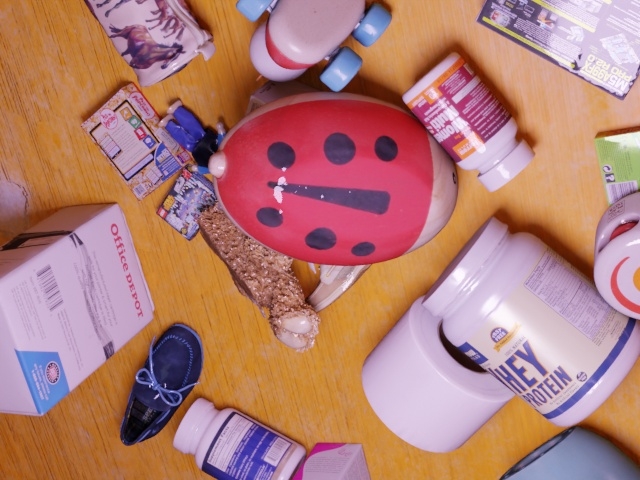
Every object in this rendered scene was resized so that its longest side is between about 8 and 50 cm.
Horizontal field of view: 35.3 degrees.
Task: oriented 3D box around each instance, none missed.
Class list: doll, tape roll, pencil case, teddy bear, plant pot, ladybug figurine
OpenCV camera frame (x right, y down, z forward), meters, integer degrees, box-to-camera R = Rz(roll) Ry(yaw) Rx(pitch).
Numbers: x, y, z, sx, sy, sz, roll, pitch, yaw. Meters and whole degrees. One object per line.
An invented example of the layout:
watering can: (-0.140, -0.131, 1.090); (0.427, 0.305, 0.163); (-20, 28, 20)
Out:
doll: (-0.223, -0.188, 1.950); (0.189, 0.046, 0.129); (43, 125, 1)
tape roll: (0.220, 0.240, 1.838); (0.246, 0.246, 0.169); (39, 125, 3)
pencil case: (-0.350, -0.473, 1.800); (0.184, 0.160, 0.410); (-23, 103, 47)
teddy bear: (-0.103, 0.063, 1.942); (0.338, 0.113, 0.245); (48, 163, 31)
plant pot: (0.464, 0.483, 1.831); (0.293, 0.293, 0.235); (-43, 78, 34)
ladybug figurine: (0.035, -0.091, 1.692); (0.450, 0.162, 0.305); (4, 108, -17)

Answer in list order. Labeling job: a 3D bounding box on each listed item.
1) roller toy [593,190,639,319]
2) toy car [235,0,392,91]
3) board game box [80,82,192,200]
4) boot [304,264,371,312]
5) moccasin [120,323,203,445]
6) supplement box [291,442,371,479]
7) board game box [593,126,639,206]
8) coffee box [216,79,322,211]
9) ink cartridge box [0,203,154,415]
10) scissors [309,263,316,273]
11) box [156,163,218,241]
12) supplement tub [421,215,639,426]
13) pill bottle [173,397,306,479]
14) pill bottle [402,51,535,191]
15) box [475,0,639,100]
roller toy: (0.543, 0.018, 1.629); (0.191, 0.146, 0.209); (3, 129, 15)
toy car: (-0.044, -0.358, 1.731); (0.219, 0.210, 0.238); (38, 153, -13)
board game box: (-0.369, -0.196, 2.014); (0.147, 0.045, 0.193); (-32, 98, 34)
boot: (0.000, 0.000, 1.906); (0.203, 0.095, 0.262); (40, 121, -1)
moccasin: (-0.352, 0.338, 2.227); (0.138, 0.117, 0.342); (29, 123, 10)
supplement box: (0.011, 0.526, 2.091); (0.111, 0.220, 0.113); (-4, 113, 27)
board game box: (0.581, -0.131, 1.612); (0.260, 0.039, 0.124); (-6, 112, 30)
coffee box: (-0.093, -0.164, 1.845); (0.098, 0.141, 0.246); (26, 124, 8)
ink cartridge box: (-0.541, 0.128, 2.047); (0.166, 0.395, 0.285); (-1, 113, 28)
scissors: (-0.055, -0.077, 1.778); (0.109, 0.021, 0.297); (-28, 102, 29)
box: (-0.265, -0.075, 2.036); (0.094, 0.027, 0.137); (40, 124, 3)
supplement tub: (0.360, 0.135, 1.725); (0.325, 0.235, 0.235); (39, 124, 3)
pill bottle: (-0.177, 0.457, 2.184); (0.265, 0.153, 0.153); (27, 123, 12)
pill bottle: (0.250, -0.196, 1.681); (0.221, 0.121, 0.121); (49, 124, -4)
box: (0.408, -0.376, 1.556); (0.270, 0.060, 0.216); (30, 124, 9)
